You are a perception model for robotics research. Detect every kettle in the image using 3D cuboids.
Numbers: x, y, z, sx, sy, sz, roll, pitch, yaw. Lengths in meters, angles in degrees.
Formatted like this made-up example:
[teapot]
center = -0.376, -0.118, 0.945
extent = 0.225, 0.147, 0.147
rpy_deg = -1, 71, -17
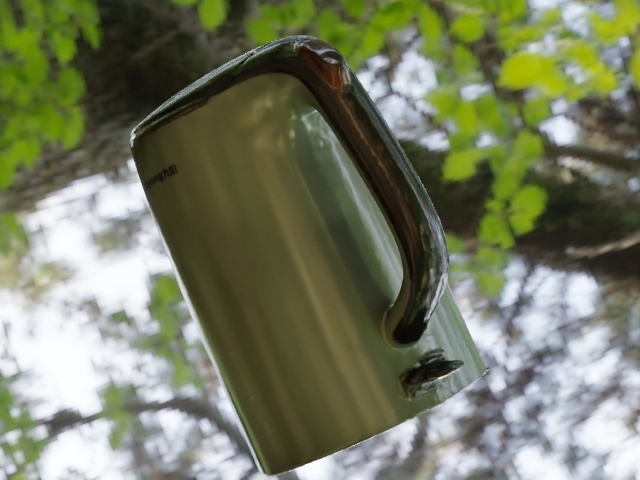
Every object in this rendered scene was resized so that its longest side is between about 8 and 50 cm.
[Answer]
[kettle]
center = 0.000, 0.000, 1.224
extent = 0.240, 0.165, 0.255
rpy_deg = -25, -93, 57
